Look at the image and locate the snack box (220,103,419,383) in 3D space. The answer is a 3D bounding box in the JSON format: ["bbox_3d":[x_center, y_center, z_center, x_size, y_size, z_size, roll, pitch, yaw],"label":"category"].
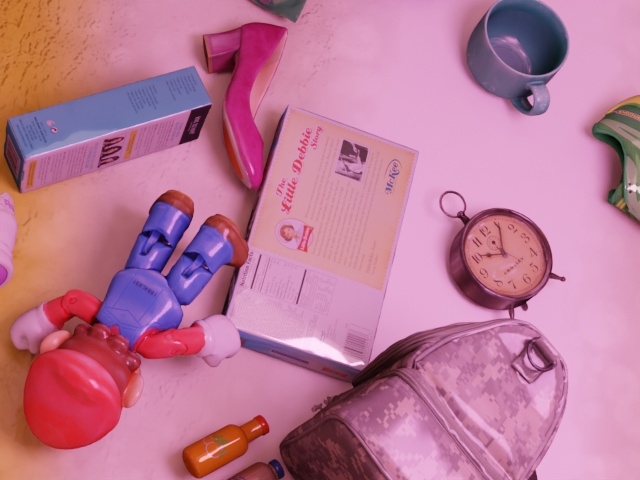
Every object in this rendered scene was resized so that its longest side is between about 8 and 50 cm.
[{"bbox_3d":[0.000,0.000,1.604,0.187,0.060,0.322,20,64,-9],"label":"snack box"}]

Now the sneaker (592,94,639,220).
[{"bbox_3d":[0.467,-0.054,1.760,0.123,0.109,0.295,-23,77,0],"label":"sneaker"}]

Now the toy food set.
[{"bbox_3d":[-0.050,0.310,1.424,0.104,0.111,0.232,-27,47,-25],"label":"toy food set"}]

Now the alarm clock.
[{"bbox_3d":[0.223,0.011,1.666,0.129,0.064,0.192,-36,84,-26],"label":"alarm clock"}]

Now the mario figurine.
[{"bbox_3d":[-0.223,0.105,1.465,0.320,0.198,0.170,-54,130,-22],"label":"mario figurine"}]

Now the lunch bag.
[{"bbox_3d":[0.125,0.216,1.424,0.256,0.305,0.212,-35,84,-22],"label":"lunch bag"}]

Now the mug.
[{"bbox_3d":[0.266,-0.252,1.769,0.129,0.097,0.158,24,64,-7],"label":"mug"}]

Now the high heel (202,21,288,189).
[{"bbox_3d":[-0.075,-0.179,1.644,0.117,0.082,0.244,-10,58,-10],"label":"high heel"}]

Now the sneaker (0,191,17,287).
[{"bbox_3d":[-0.499,-0.030,1.453,0.305,0.114,0.152,14,51,-16],"label":"sneaker"}]

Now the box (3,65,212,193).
[{"bbox_3d":[-0.262,-0.138,1.558,0.244,0.100,0.060,-20,75,-24],"label":"box"}]

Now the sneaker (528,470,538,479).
[{"bbox_3d":[0.228,0.333,1.464,0.106,0.162,0.281,24,53,-7],"label":"sneaker"}]

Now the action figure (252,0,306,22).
[{"bbox_3d":[-0.031,-0.417,1.770,0.137,0.063,0.232,34,59,2],"label":"action figure"}]
